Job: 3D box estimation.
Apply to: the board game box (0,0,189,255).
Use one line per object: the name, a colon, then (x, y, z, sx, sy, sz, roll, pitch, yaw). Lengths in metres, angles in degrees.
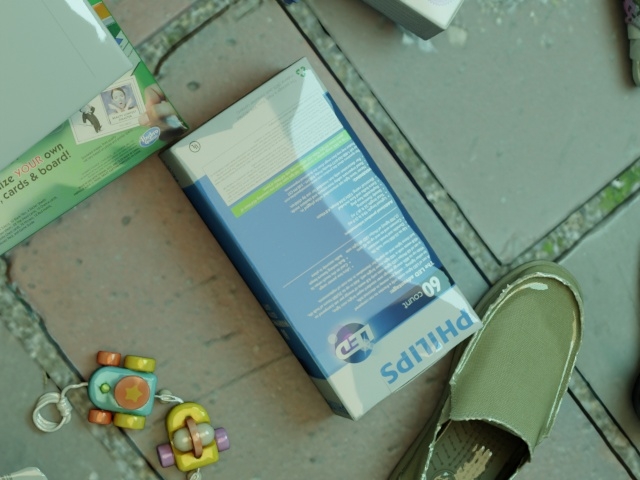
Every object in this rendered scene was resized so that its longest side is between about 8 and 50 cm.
board game box: (-0.290, -0.085, 1.267, 0.317, 0.046, 0.213, -34, 96, -12)

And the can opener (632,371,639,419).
can opener: (0.301, 0.080, 1.405, 0.059, 0.073, 0.186, 8, 77, -6)

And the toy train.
toy train: (-0.141, 0.166, 1.297, 0.125, 0.046, 0.166, -42, 99, -12)

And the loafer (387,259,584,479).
loafer: (0.145, 0.139, 1.345, 0.102, 0.092, 0.268, 30, 82, -11)

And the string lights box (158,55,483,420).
string lights box: (0.000, 0.000, 1.321, 0.133, 0.077, 0.260, -35, 97, -12)

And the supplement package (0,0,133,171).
supplement package: (-0.312, -0.112, 1.125, 0.293, 0.175, 0.177, -40, 119, -11)

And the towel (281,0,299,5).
towel: (-0.010, -0.390, 1.350, 0.243, 0.040, 0.336, 39, 80, -9)

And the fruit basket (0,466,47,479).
fruit basket: (-0.315, 0.357, 1.154, 0.353, 0.165, 0.327, -17, 92, 1)

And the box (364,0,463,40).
box: (-0.027, -0.272, 1.298, 0.324, 0.067, 0.063, 32, 83, -8)

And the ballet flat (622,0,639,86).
ballet flat: (0.319, -0.142, 1.413, 0.221, 0.077, 0.079, 41, 99, -10)
